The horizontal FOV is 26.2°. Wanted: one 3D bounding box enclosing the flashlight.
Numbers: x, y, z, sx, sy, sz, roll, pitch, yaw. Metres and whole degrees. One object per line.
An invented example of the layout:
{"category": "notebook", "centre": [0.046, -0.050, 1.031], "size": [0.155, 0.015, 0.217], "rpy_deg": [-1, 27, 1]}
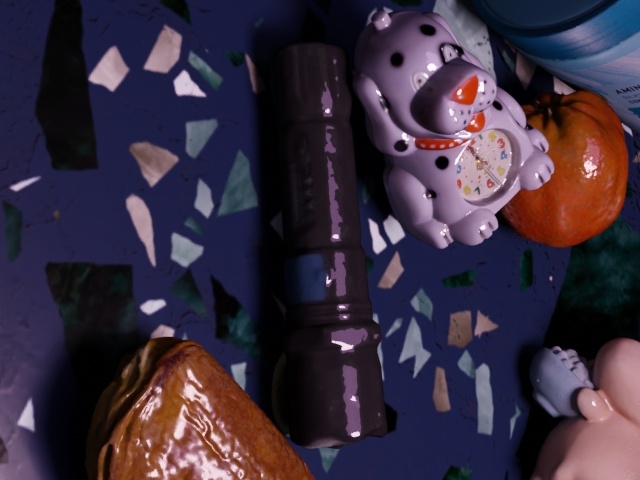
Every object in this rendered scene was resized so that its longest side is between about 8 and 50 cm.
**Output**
{"category": "flashlight", "centre": [0.000, 0.000, 1.410], "size": [0.103, 0.103, 0.423], "rpy_deg": [3, 78, -41]}

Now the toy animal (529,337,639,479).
{"category": "toy animal", "centre": [0.367, 0.234, 1.645], "size": [0.230, 0.210, 0.221], "rpy_deg": [2, 73, -7]}

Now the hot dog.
{"category": "hot dog", "centre": [-0.111, 0.213, 1.279], "size": [0.272, 0.122, 0.196], "rpy_deg": [49, 54, -21]}

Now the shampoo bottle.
{"category": "shampoo bottle", "centre": [0.408, -0.315, 1.666], "size": [0.343, 0.331, 0.331], "rpy_deg": [27, 67, -38]}

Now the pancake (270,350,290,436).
{"category": "pancake", "centre": [-0.010, 0.159, 1.443], "size": [0.108, 0.017, 0.108], "rpy_deg": [3, 86, -39]}

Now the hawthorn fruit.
{"category": "hawthorn fruit", "centre": [0.281, -0.085, 1.632], "size": [0.189, 0.189, 0.189], "rpy_deg": [6, 81, -41]}

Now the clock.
{"category": "clock", "centre": [0.121, -0.139, 1.450], "size": [0.189, 0.189, 0.254], "rpy_deg": [-60, 140, -29]}
